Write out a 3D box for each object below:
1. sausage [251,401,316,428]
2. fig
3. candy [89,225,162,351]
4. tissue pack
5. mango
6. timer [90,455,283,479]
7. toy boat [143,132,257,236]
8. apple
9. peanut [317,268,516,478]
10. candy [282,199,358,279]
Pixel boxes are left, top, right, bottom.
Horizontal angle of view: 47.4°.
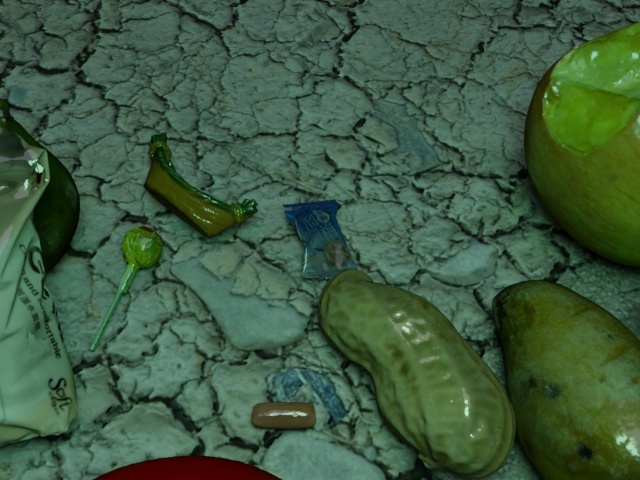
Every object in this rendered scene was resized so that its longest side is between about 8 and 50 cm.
[{"bbox_3d":[-0.047,0.224,0.933,0.083,0.034,0.034,0,56,-2],"label":"sausage"},{"bbox_3d":[-0.431,-0.066,0.986,0.195,0.245,0.195,3,40,-2],"label":"fig"},{"bbox_3d":[-0.279,0.066,1.023,0.062,0.058,0.194,5,61,33],"label":"candy"},{"bbox_3d":[-0.485,0.085,0.831,0.389,0.195,0.376,-10,100,-14],"label":"tissue pack"},{"bbox_3d":[0.327,0.185,0.913,0.176,0.176,0.330,18,35,-17],"label":"mango"},{"bbox_3d":[-0.131,0.396,0.670,0.377,0.279,0.378,1,54,-1],"label":"timer"},{"bbox_3d":[-0.196,-0.082,1.094,0.229,0.089,0.088,35,75,23],"label":"toy boat"},{"bbox_3d":[0.462,-0.128,1.020,0.339,0.340,0.340,1,56,-2],"label":"apple"},{"bbox_3d":[0.115,0.159,0.927,0.325,0.140,0.153,43,106,30],"label":"peanut"},{"bbox_3d":[-0.001,0.000,1.085,0.088,0.038,0.136,-5,63,-22],"label":"candy"}]
